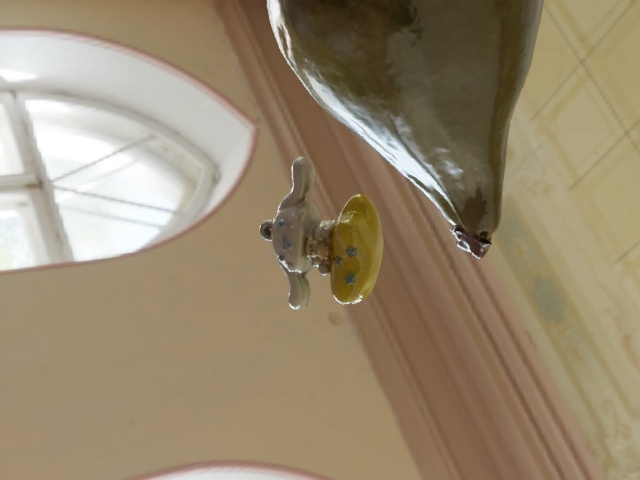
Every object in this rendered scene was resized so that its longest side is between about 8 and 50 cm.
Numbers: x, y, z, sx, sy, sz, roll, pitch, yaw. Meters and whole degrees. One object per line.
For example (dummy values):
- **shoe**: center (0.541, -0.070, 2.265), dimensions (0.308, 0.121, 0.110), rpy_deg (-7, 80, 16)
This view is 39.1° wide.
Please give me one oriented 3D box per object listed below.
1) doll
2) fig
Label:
- **doll**: center (0.000, -0.007, 0.774), dimensions (0.113, 0.071, 0.135), rpy_deg (-11, -76, 33)
- **fig**: center (0.036, -0.083, 0.401), dimensions (0.133, 0.126, 0.185), rpy_deg (2, -88, 55)
